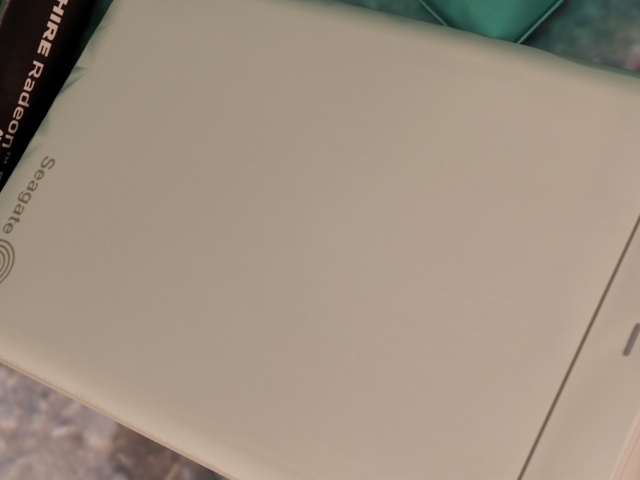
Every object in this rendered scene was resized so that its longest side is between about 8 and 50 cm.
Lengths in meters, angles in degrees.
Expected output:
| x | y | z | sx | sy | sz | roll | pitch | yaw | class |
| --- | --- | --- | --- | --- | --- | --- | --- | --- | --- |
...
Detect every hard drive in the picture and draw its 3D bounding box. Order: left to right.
| x | y | z | sx | sy | sz | roll | pitch | yaw | class |
| --- | --- | --- | --- | --- | --- | --- | --- | --- | --- |
| 0.000 | 0.000 | 0.581 | 0.353 | 0.047 | 0.233 | 20 | 75 | 32 | hard drive |

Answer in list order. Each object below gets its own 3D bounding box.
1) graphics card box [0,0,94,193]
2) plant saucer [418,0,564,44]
| x | y | z | sx | sy | sz | roll | pitch | yaw | class |
| --- | --- | --- | --- | --- | --- | --- | --- | --- | --- |
| -0.268 | -0.109 | 0.710 | 0.233 | 0.094 | 0.370 | 20 | 90 | 15 | graphics card box |
| 0.136 | -0.176 | 0.647 | 0.192 | 0.018 | 0.067 | -44 | 76 | 7 | plant saucer |
